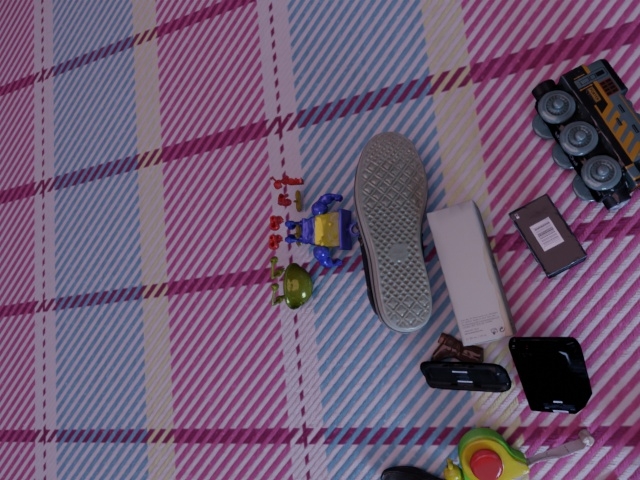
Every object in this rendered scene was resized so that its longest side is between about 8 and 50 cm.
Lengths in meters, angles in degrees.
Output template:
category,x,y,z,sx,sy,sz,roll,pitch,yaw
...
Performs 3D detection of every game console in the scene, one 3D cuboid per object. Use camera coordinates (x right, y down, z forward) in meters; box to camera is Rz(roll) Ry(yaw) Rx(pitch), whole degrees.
category,x,y,z,sx,sy,sz,roll,pitch,yaw
game console,0.396,0.296,1.173,0.361,0.213,0.044,-7,36,32

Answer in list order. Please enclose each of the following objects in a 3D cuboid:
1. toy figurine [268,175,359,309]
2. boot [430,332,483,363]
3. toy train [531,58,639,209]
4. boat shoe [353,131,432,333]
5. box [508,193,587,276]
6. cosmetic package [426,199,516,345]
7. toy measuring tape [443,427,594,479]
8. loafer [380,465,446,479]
category,x,y,z,sx,sy,sz,roll,pitch,yaw
toy figurine,0.000,0.000,1.377,0.217,0.191,0.362,-2,84,19
boot,0.329,0.290,1.273,0.114,0.037,0.106,22,95,20
toy train,0.610,-0.235,1.159,0.190,0.142,0.333,-28,73,9
boat shoe,0.173,-0.022,1.298,0.187,0.156,0.499,-4,79,-6
box,0.501,-0.006,1.161,0.093,0.158,0.156,-32,73,18
cosmetic package,0.351,0.078,1.220,0.113,0.160,0.309,-17,78,20
toy measuring tape,0.422,0.455,1.169,0.330,0.121,0.121,-26,74,12
loafer,0.246,0.590,1.247,0.223,0.078,0.076,6,86,25
